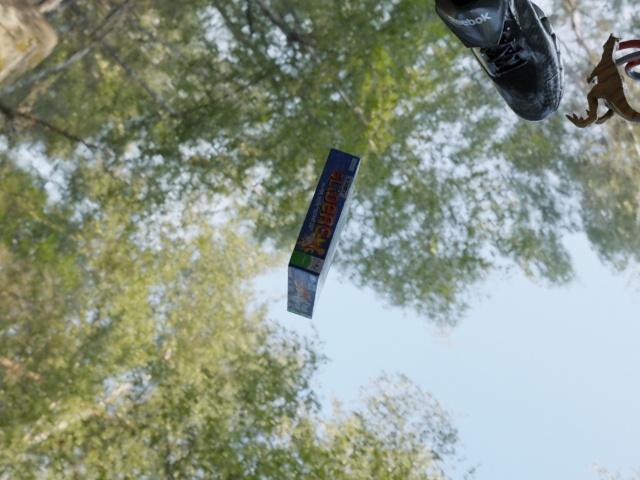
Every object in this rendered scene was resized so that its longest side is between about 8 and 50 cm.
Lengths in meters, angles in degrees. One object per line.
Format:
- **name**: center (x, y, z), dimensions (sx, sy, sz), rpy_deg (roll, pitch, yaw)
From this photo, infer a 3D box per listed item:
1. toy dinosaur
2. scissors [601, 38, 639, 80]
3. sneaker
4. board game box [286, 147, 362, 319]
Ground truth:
- **toy dinosaur**: center (0.370, -0.185, 1.068), dimensions (0.112, 0.064, 0.212), rpy_deg (116, -21, -44)
- **scissors**: center (0.624, -0.337, 1.461), dimensions (0.297, 0.109, 0.021), rpy_deg (-9, -126, 63)
- **sneaker**: center (0.149, -0.199, 0.745), dimensions (0.078, 0.234, 0.106), rpy_deg (-9, -152, 36)
- **board game box**: center (0.000, 0.000, 0.931), dimensions (0.201, 0.035, 0.136), rpy_deg (98, 11, -73)
